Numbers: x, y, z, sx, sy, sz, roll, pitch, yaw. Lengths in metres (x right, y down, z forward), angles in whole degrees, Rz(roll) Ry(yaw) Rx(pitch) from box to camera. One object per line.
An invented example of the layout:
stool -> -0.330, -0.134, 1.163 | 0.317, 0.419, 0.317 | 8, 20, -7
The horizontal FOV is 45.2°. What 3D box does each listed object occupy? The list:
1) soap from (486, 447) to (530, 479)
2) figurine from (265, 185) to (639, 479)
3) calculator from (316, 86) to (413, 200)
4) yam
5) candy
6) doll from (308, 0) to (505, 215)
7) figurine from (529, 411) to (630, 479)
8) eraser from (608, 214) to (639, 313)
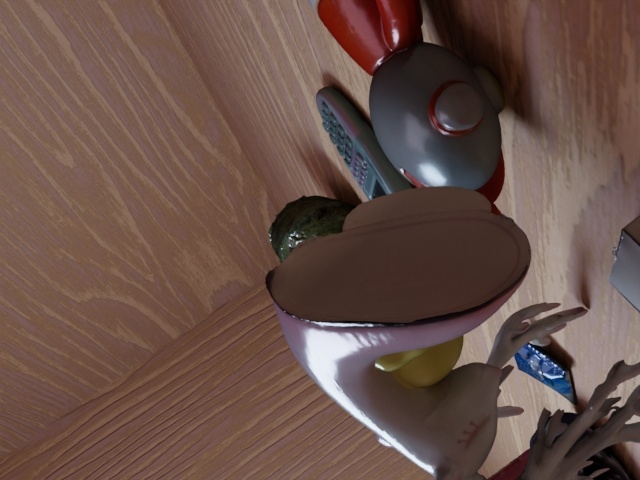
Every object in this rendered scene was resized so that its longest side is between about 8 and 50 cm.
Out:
soap -> 0.319, 0.430, 1.178 | 0.162, 0.250, 0.099 | 52, 172, 42
figurine -> 0.145, 0.106, 0.629 | 0.206, 0.284, 0.316 | 55, 171, 49
calculator -> 0.081, -0.102, 1.152 | 0.299, 0.041, 0.185 | 56, 175, 10
yam -> 0.000, 0.000, 1.628 | 0.195, 0.195, 0.300 | 57, 175, -12
candy -> 0.291, 0.167, 1.000 | 0.088, 0.038, 0.136 | 34, 170, 36
doll -> 0.074, -0.157, 0.660 | 0.337, 0.105, 0.200 | 63, 172, 3
figurine -> 0.355, 0.329, 1.028 | 0.222, 0.145, 0.145 | 53, 176, -29
eraser -> 0.274, 0.058, 0.561 | 0.150, 0.023, 0.104 | 52, 175, 29
